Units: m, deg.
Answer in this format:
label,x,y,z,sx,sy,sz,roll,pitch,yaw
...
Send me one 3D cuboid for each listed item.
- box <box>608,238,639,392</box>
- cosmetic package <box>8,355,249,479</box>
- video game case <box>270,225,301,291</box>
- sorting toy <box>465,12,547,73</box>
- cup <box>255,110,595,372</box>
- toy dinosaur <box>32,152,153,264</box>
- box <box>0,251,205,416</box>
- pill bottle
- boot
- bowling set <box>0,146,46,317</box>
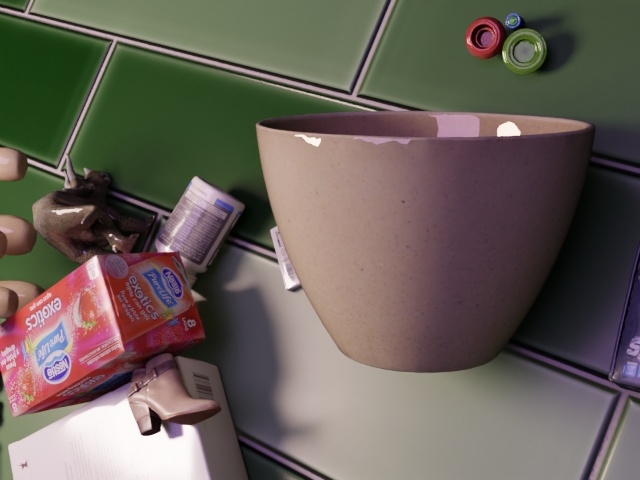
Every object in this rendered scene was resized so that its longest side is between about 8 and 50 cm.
label,x,y,z,sx,sy,sz,roll,pitch,yaw
box,0.407,0.073,0.895,0.233,0.059,0.183,12,80,32
cosmetic package,-0.209,0.368,1.135,0.284,0.097,0.377,-27,63,18
video game case,0.000,0.000,1.180,0.122,0.011,0.087,-26,63,21
sorting toy,0.220,-0.231,1.114,0.102,0.042,0.061,27,105,21
cup,0.102,-0.004,0.975,0.331,0.331,0.236,7,104,31
toy dinosaur,-0.313,-0.017,1.250,0.160,0.313,0.121,23,99,-4
box,-0.279,0.117,1.187,0.257,0.128,0.122,-30,73,37
pill bottle,-0.163,-0.007,1.236,0.078,0.078,0.137,33,92,33
boot,-0.171,0.170,1.098,0.118,0.042,0.087,-19,58,16
bowling set,-0.469,0.023,1.233,0.154,0.200,0.287,6,119,7
